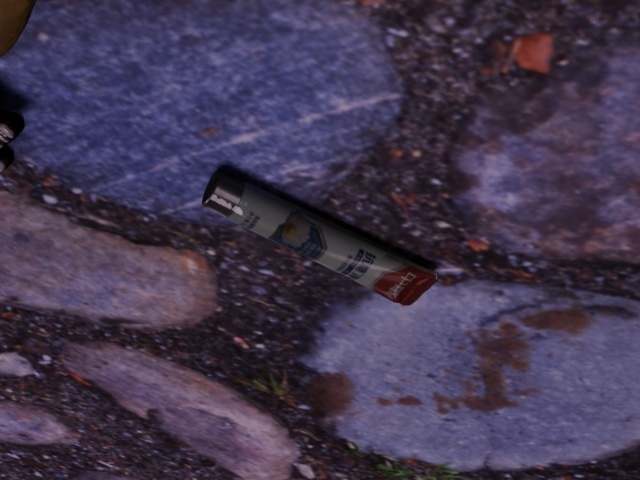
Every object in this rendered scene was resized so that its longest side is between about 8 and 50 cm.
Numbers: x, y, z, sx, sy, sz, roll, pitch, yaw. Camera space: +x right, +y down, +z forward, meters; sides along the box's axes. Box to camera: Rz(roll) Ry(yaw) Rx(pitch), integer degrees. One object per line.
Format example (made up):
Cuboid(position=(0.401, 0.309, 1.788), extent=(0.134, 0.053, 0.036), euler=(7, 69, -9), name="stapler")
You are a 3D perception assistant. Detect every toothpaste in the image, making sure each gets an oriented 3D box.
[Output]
Cuboid(position=(0.000, 0.000, 1.158), extent=(0.239, 0.039, 0.062), euler=(26, 135, -19), name="toothpaste")

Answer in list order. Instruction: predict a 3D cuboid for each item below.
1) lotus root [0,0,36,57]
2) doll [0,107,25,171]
Cuboid(position=(-0.260, -0.212, 0.870), extent=(0.130, 0.146, 0.303), euler=(24, 147, -3), name="lotus root")
Cuboid(position=(-0.354, -0.078, 1.145), extent=(0.219, 0.067, 0.091), euler=(-24, 125, 42), name="doll")
